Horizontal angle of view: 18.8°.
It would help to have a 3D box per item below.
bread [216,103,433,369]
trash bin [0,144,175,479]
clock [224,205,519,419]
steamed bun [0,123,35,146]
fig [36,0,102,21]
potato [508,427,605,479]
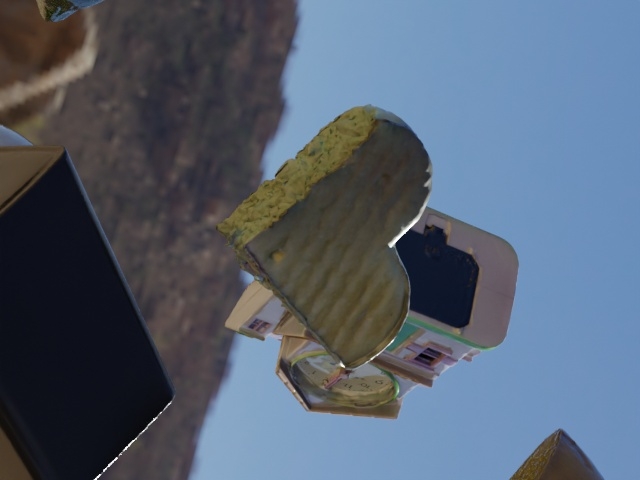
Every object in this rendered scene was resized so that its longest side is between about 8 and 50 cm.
[{"bbox_3d":[0.000,0.000,1.531,0.064,0.172,0.232,47,-44,52],"label":"bread"},{"bbox_3d":[-0.226,0.066,1.461,0.115,0.225,0.165,3,-142,43],"label":"trash bin"},{"bbox_3d":[0.042,0.086,2.151,0.309,0.235,0.166,-45,-153,57],"label":"clock"},{"bbox_3d":[-0.372,0.032,1.788,0.206,0.324,0.324,19,-87,50],"label":"steamed bun"},{"bbox_3d":[-0.223,-0.255,1.704,0.156,0.123,0.123,-48,-154,37],"label":"fig"},{"bbox_3d":[0.189,0.274,1.565,0.178,0.158,0.203,-52,-179,39],"label":"potato"}]
